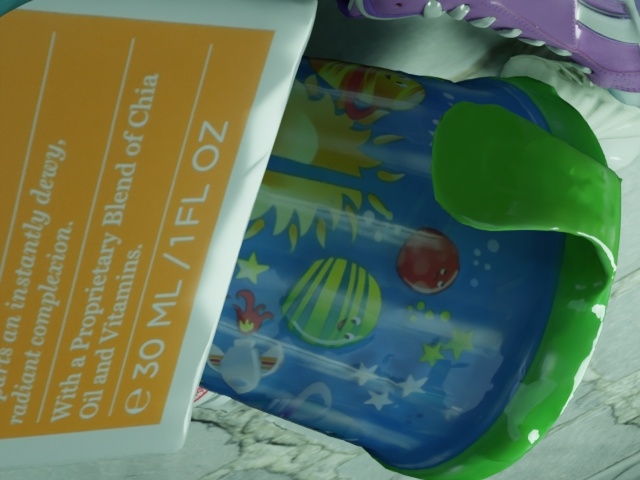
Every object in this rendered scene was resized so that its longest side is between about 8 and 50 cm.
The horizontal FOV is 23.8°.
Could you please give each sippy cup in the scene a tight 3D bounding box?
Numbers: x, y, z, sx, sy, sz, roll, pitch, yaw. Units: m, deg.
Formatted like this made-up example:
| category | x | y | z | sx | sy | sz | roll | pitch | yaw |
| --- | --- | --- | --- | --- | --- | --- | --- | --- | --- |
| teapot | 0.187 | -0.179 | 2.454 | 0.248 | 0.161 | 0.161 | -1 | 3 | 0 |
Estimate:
| category | x | y | z | sx | sy | sz | roll | pitch | yaw |
| --- | --- | --- | --- | --- | --- | --- | --- | --- | --- |
| sippy cup | 0.000 | 0.000 | 0.817 | 0.224 | 0.240 | 0.305 | 15 | 127 | -29 |

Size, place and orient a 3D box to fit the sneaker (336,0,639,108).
| category | x | y | z | sx | sy | sz | roll | pitch | yaw |
| --- | --- | --- | --- | --- | --- | --- | --- | --- | --- |
| sneaker | 0.093 | -0.142 | 0.788 | 0.161 | 0.102 | 0.282 | -24 | 143 | 12 |

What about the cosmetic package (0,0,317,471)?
| category | x | y | z | sx | sy | sz | roll | pitch | yaw |
| --- | --- | --- | --- | --- | --- | --- | --- | --- | --- |
| cosmetic package | -0.249 | -0.035 | 0.562 | 0.453 | 0.161 | 0.230 | -1 | 120 | -35 |

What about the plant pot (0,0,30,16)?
| category | x | y | z | sx | sy | sz | roll | pitch | yaw |
| --- | --- | --- | --- | --- | --- | --- | --- | --- | --- |
| plant pot | -0.062 | -0.202 | 0.383 | 0.255 | 0.271 | 0.271 | -25 | 157 | -26 |

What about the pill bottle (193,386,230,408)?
| category | x | y | z | sx | sy | sz | roll | pitch | yaw |
| --- | --- | --- | --- | --- | --- | --- | --- | --- | --- |
| pill bottle | -0.113 | 0.067 | 1.025 | 0.087 | 0.087 | 0.160 | -30 | 153 | 16 |

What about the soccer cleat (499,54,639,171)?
| category | x | y | z | sx | sy | sz | roll | pitch | yaw |
| --- | --- | --- | --- | --- | --- | --- | --- | --- | --- |
| soccer cleat | 0.172 | -0.091 | 0.976 | 0.076 | 0.068 | 0.196 | -37 | 158 | 17 |
